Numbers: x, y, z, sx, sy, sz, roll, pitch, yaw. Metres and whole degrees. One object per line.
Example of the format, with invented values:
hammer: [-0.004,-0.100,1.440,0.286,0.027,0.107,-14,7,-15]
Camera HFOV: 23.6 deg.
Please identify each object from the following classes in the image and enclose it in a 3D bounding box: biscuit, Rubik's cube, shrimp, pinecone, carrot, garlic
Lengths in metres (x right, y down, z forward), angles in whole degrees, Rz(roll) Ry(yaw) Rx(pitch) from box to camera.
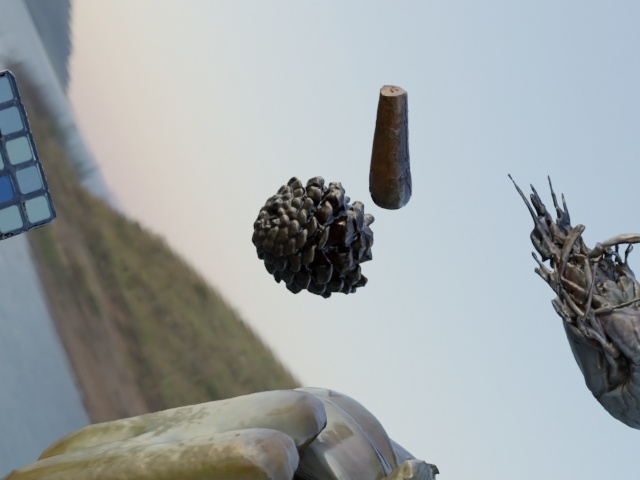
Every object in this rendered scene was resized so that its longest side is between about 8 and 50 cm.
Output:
biscuit: [-0.148,0.201,1.407,0.237,0.290,0.062,-36,115,-75]
Rubik's cube: [-0.429,-0.083,1.722,0.187,0.184,0.182,11,-62,61]
shrimp: [0.313,0.056,1.738,0.145,0.116,0.343,98,-29,-61]
pinecone: [-0.002,0.003,2.334,0.204,0.179,0.184,37,40,-28]
carrot: [0.088,-0.112,1.896,0.055,0.055,0.161,-122,-153,-54]
garlic: [0.009,0.271,1.582,0.237,0.210,0.292,40,-12,-33]
